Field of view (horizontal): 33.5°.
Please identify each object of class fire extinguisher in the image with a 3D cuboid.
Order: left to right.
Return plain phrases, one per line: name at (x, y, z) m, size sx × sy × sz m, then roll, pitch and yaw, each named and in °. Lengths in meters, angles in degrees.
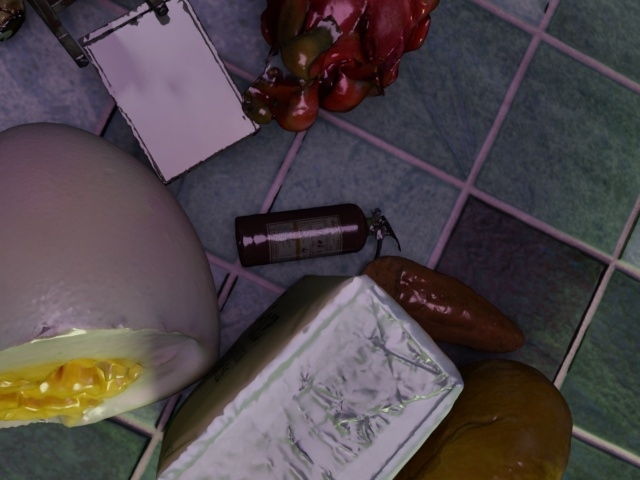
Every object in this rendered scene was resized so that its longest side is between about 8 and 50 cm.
fire extinguisher at (0.000, 0.000, 1.468) m, size 0.231 × 0.071 × 0.099 m, roll -6°, pitch 119°, yaw -12°

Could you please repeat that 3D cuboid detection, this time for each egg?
egg at (-0.315, 0.020, 1.283) m, size 0.355 × 0.354 × 0.339 m, roll -10°, pitch 67°, yaw -10°

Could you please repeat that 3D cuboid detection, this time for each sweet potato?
sweet potato at (0.173, 0.099, 1.483) m, size 0.252 × 0.097 × 0.097 m, roll 25°, pitch 86°, yaw -8°

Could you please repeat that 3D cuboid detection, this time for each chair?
chair at (-0.316, -0.352, 1.289) m, size 0.136 × 0.147 × 0.270 m, roll -35°, pitch 52°, yaw -7°

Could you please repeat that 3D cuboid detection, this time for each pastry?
pastry at (0.178, 0.301, 1.376) m, size 0.164 × 0.356 × 0.356 m, roll 40°, pitch 84°, yaw -2°

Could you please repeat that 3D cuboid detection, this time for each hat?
hat at (-0.424, -0.293, 1.389) m, size 0.077 × 0.059 × 0.076 m, roll -42°, pitch 81°, yaw -13°

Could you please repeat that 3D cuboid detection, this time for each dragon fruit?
dragon fruit at (0.027, -0.272, 1.361) m, size 0.243 × 0.227 × 0.307 m, roll 10°, pitch 68°, yaw -28°

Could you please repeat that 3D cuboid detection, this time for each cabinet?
cabinet at (-0.192, -0.195, 1.384) m, size 0.145 × 0.150 × 0.206 m, roll -30°, pitch 96°, yaw -4°

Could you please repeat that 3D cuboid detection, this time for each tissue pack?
tissue pack at (-0.035, 0.210, 1.290) m, size 0.332 × 0.405 × 0.205 m, roll -45°, pitch 95°, yaw -7°
